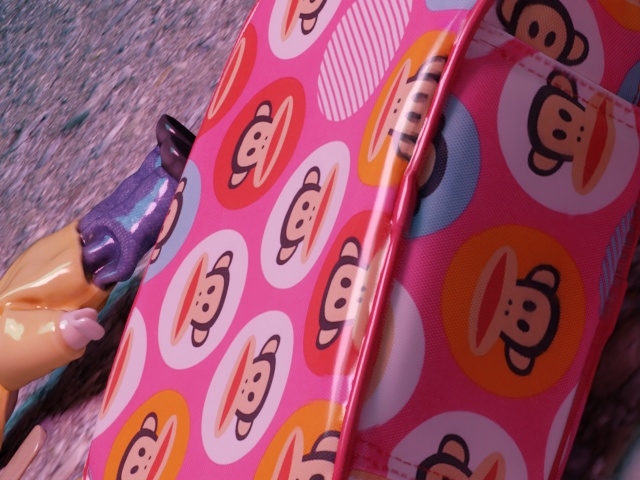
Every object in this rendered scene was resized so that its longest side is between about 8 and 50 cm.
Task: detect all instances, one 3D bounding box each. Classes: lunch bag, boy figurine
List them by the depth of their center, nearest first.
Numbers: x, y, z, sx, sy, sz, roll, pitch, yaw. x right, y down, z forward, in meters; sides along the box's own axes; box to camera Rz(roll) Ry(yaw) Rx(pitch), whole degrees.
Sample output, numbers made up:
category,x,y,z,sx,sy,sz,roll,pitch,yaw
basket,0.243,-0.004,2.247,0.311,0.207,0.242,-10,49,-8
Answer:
category,x,y,z,sx,sy,sz,roll,pitch,yaw
lunch bag,0.006,0.011,0.763,0.258,0.120,0.293,1,68,58
boy figurine,-0.174,0.045,1.249,0.285,0.092,0.177,-46,19,6

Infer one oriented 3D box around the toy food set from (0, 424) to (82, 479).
category,x,y,z,sx,sy,sz,roll,pitch,yaw
toy food set,-0.165,0.194,1.028,0.132,0.038,0.192,-53,23,6
